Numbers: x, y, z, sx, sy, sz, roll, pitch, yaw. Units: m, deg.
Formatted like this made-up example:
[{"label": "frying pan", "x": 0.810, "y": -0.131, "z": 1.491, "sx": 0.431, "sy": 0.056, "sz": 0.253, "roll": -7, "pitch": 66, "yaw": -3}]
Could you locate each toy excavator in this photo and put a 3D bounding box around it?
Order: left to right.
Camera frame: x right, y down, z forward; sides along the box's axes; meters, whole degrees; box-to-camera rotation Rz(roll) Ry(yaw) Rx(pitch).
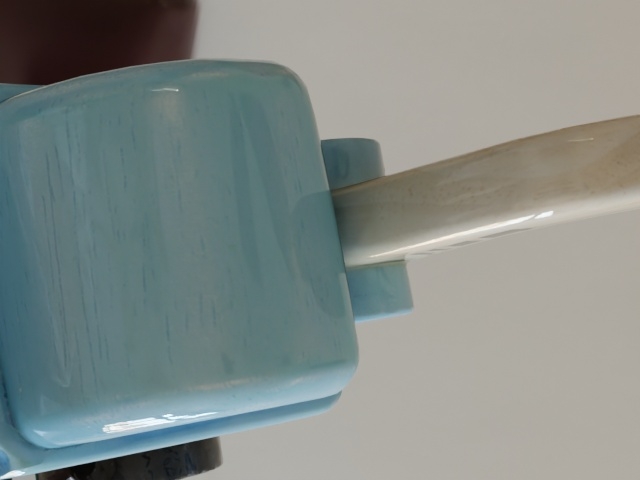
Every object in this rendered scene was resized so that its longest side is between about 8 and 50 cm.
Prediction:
[{"label": "toy excavator", "x": 0.000, "y": 0.000, "z": 0.658, "sx": 0.433, "sy": 0.445, "sz": 0.222, "roll": -4, "pitch": 83, "yaw": -47}]
